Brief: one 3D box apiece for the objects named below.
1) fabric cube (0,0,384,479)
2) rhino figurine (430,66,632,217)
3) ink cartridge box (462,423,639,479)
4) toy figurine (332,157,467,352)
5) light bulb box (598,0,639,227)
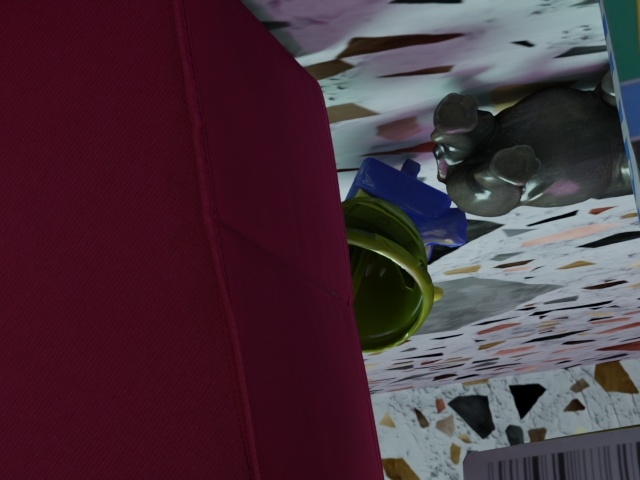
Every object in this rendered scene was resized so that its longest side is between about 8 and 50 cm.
[{"bbox_3d":[-0.130,0.034,0.846,0.254,0.259,0.258,-11,168,12],"label":"fabric cube"},{"bbox_3d":[0.182,-0.066,1.120,0.243,0.073,0.106,-10,167,-7],"label":"rhino figurine"},{"bbox_3d":[0.277,0.100,0.881,0.304,0.072,0.307,-16,171,35],"label":"ink cartridge box"},{"bbox_3d":[0.000,0.000,1.187,0.217,0.191,0.362,-54,172,-32],"label":"toy figurine"},{"bbox_3d":[0.317,-0.068,0.805,0.358,0.225,0.361,-12,171,14],"label":"light bulb box"}]
